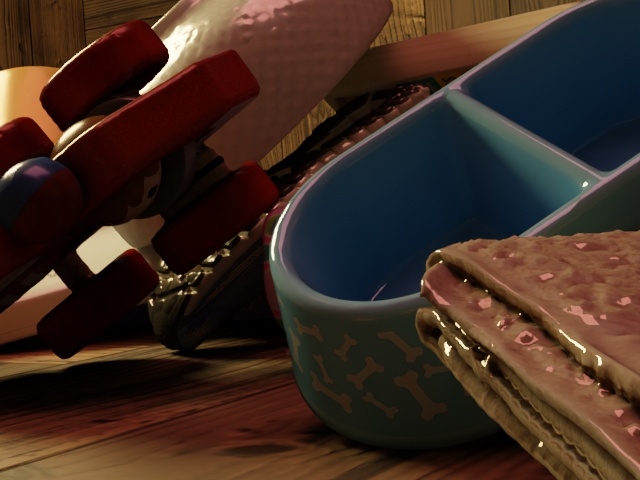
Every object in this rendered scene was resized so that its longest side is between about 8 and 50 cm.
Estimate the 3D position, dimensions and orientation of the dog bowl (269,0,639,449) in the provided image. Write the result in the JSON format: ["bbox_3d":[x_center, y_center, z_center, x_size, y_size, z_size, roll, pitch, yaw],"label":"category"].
[{"bbox_3d":[0.105,-0.026,0.560,0.297,0.074,0.166,-33,36,-10],"label":"dog bowl"}]

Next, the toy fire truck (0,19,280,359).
[{"bbox_3d":[-0.180,-0.014,0.795,0.302,0.169,0.254,-35,6,22],"label":"toy fire truck"}]

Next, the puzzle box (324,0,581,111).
[{"bbox_3d":[0.222,-0.073,1.186,0.272,0.052,0.409,-7,-34,37],"label":"puzzle box"}]

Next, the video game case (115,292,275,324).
[{"bbox_3d":[-0.066,0.048,1.298,0.269,0.061,0.244,-3,3,14],"label":"video game case"}]

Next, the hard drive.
[{"bbox_3d":[-0.215,0.022,1.158,0.353,0.047,0.233,-16,16,-23],"label":"hard drive"}]

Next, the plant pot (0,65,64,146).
[{"bbox_3d":[-0.335,-0.068,1.386,0.290,0.204,0.291,-7,-31,-4],"label":"plant pot"}]

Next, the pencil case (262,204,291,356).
[{"bbox_3d":[0.089,-0.004,0.761,0.284,0.124,0.124,-21,-9,34],"label":"pencil case"}]

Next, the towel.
[{"bbox_3d":[0.188,0.036,0.392,0.282,0.049,0.187,-4,22,-21],"label":"towel"}]

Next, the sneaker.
[{"bbox_3d":[0.000,0.000,1.001,0.330,0.147,0.129,-37,19,-24],"label":"sneaker"}]

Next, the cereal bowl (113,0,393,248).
[{"bbox_3d":[-0.101,-0.156,1.090,0.339,0.141,0.339,-41,14,13],"label":"cereal bowl"}]
